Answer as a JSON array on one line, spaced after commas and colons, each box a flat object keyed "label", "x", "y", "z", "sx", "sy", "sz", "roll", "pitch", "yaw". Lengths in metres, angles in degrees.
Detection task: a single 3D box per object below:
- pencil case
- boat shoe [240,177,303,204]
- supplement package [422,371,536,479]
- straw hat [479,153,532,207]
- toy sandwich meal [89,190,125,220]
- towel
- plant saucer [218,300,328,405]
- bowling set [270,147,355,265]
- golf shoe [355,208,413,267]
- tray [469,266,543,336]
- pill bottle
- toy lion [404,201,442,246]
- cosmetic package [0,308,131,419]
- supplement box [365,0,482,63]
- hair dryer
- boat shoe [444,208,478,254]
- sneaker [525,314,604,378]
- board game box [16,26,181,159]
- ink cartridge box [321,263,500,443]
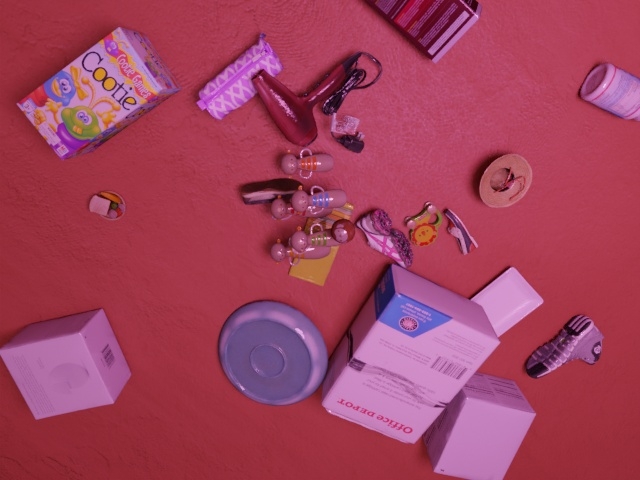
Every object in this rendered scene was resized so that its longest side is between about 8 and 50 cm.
[{"label": "pencil case", "x": -0.177, "y": -0.358, "z": 0.997, "sx": 0.206, "sy": 0.088, "sz": 0.086, "roll": -37, "pitch": 103, "yaw": 12}, {"label": "boat shoe", "x": -0.118, "y": -0.118, "z": 1.103, "sx": 0.152, "sy": 0.056, "sz": 0.049, "roll": -5, "pitch": 135, "yaw": -7}, {"label": "supplement package", "x": 0.444, "y": 0.529, "z": 1.280, "sx": 0.203, "sy": 0.145, "sz": 0.262, "roll": 14, "pitch": 109, "yaw": -5}, {"label": "straw hat", "x": 0.434, "y": -0.151, "z": 1.088, "sx": 0.144, "sy": 0.061, "sz": 0.145, "roll": -7, "pitch": 120, "yaw": -13}, {"label": "toy sandwich meal", "x": -0.532, "y": -0.086, "z": 1.117, "sx": 0.085, "sy": 0.029, "sz": 0.086, "roll": 0, "pitch": 109, "yaw": 0}, {"label": "towel", "x": 0.000, "y": 0.000, "z": 1.160, "sx": 0.102, "sy": 0.021, "sz": 0.237, "roll": 20, "pitch": 109, "yaw": -2}, {"label": "plant saucer", "x": -0.139, "y": 0.321, "z": 1.220, "sx": 0.317, "sy": 0.044, "sz": 0.318, "roll": 3, "pitch": 104, "yaw": 12}, {"label": "bowling set", "x": -0.023, "y": -0.058, "z": 1.013, "sx": 0.154, "sy": 0.200, "sz": 0.287, "roll": -5, "pitch": 107, "yaw": -19}, {"label": "golf shoe", "x": 0.168, "y": 0.001, "z": 1.144, "sx": 0.086, "sy": 0.067, "sz": 0.186, "roll": -23, "pitch": 116, "yaw": 40}, {"label": "tray", "x": 0.456, "y": 0.200, "z": 1.226, "sx": 0.270, "sy": 0.030, "sz": 0.145, "roll": -42, "pitch": 105, "yaw": 13}, {"label": "pill bottle", "x": 0.687, "y": -0.330, "z": 1.015, "sx": 0.160, "sy": 0.087, "sz": 0.087, "roll": 22, "pitch": 107, "yaw": -8}, {"label": "toy lion", "x": 0.269, "y": -0.035, "z": 1.145, "sx": 0.100, "sy": 0.034, "sz": 0.096, "roll": -38, "pitch": 112, "yaw": 11}, {"label": "cosmetic package", "x": -0.675, "y": 0.330, "z": 1.202, "sx": 0.224, "sy": 0.138, "sz": 0.224, "roll": -13, "pitch": 109, "yaw": 2}, {"label": "supplement box", "x": 0.201, "y": -0.505, "z": 0.930, "sx": 0.239, "sy": 0.073, "sz": 0.130, "roll": 36, "pitch": 137, "yaw": -13}, {"label": "hair dryer", "x": -0.015, "y": -0.322, "z": 1.007, "sx": 0.293, "sy": 0.080, "sz": 0.224, "roll": 2, "pitch": 108, "yaw": -24}, {"label": "boat shoe", "x": 0.351, "y": -0.022, "z": 1.141, "sx": 0.043, "sy": 0.049, "sz": 0.137, "roll": -35, "pitch": 111, "yaw": 13}, {"label": "sneaker", "x": 0.697, "y": 0.327, "z": 1.245, "sx": 0.132, "sy": 0.086, "sz": 0.229, "roll": 38, "pitch": 104, "yaw": -15}, {"label": "board game box", "x": -0.474, "y": -0.317, "z": 0.978, "sx": 0.275, "sy": 0.142, "sz": 0.144, "roll": -31, "pitch": 107, "yaw": 10}, {"label": "ink cartridge box", "x": 0.214, "y": 0.302, "z": 1.167, "sx": 0.285, "sy": 0.166, "sz": 0.395, "roll": 26, "pitch": 114, "yaw": -8}]
